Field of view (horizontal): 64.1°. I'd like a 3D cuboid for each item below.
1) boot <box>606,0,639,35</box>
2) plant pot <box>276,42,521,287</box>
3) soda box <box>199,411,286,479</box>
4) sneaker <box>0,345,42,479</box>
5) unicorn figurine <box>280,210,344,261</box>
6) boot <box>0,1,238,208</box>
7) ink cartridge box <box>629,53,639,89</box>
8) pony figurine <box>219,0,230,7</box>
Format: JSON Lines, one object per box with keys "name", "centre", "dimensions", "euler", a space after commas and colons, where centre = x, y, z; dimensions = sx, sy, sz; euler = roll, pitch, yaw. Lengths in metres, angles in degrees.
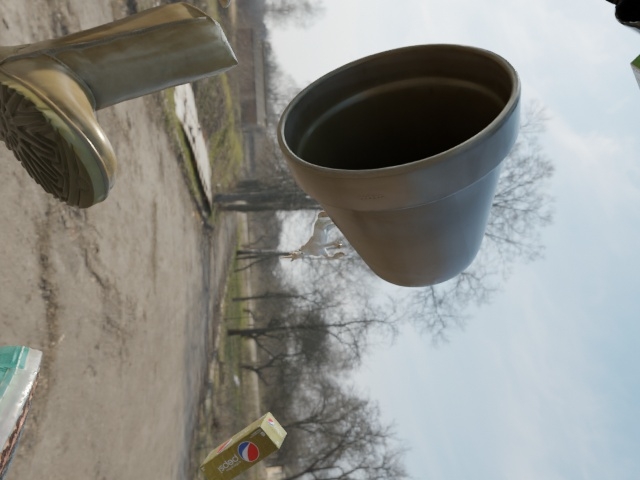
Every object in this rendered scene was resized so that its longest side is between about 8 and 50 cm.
{"name": "boot", "centre": [0.199, -0.065, 0.183], "dimensions": [0.198, 0.137, 0.076], "euler": [-92, -156, -69]}
{"name": "plant pot", "centre": [0.131, -0.088, 0.759], "dimensions": [0.323, 0.324, 0.280], "euler": [-102, 173, -50]}
{"name": "soda box", "centre": [-0.161, 0.436, 1.058], "dimensions": [0.061, 0.181, 0.058], "euler": [51, 18, -2]}
{"name": "sneaker", "centre": [-0.296, 0.182, 0.336], "dimensions": [0.108, 0.121, 0.302], "euler": [-58, -163, 34]}
{"name": "unicorn figurine", "centre": [0.000, 0.000, 1.108], "dimensions": [0.161, 0.111, 0.060], "euler": [-66, 147, -36]}
{"name": "boot", "centre": [-0.190, -0.164, 0.523], "dimensions": [0.236, 0.270, 0.089], "euler": [40, -42, 18]}
{"name": "ink cartridge box", "centre": [0.523, -0.233, 0.742], "dimensions": [0.062, 0.209, 0.109], "euler": [-47, -123, 21]}
{"name": "pony figurine", "centre": [-0.128, -0.494, 0.586], "dimensions": [0.351, 0.303, 0.363], "euler": [-79, 176, -78]}
